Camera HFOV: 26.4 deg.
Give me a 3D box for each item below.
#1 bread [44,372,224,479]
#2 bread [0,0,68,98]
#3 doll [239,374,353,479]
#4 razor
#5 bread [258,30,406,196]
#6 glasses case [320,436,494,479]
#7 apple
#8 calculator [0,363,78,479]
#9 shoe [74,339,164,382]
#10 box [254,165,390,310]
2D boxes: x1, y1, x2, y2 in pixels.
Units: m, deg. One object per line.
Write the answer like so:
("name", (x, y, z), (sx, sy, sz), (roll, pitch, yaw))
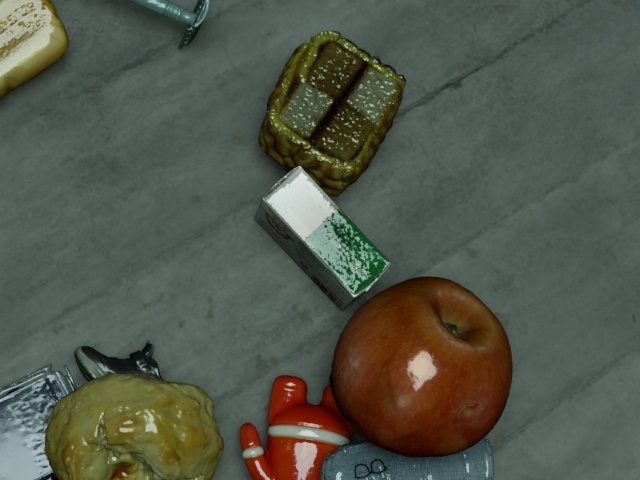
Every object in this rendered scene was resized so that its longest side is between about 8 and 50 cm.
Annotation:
("bread", (-0.247, 0.286, 1.842), (0.244, 0.134, 0.244), (-3, 118, -5))
("bread", (-0.510, -0.251, 1.980), (0.305, 0.091, 0.142), (-36, 99, -13))
("doll", (-0.028, 0.363, 1.921), (0.200, 0.105, 0.336), (10, 70, -7))
("razor", (-0.282, -0.364, 2.011), (0.232, 0.106, 0.068), (22, 78, -9))
("bread", (0.013, -0.188, 2.009), (0.181, 0.096, 0.222), (29, 61, 1))
("glasses case", (0.125, 0.324, 1.923), (0.282, 0.067, 0.109), (-6, 78, -30))
("apple", (0.145, 0.171, 1.886), (0.251, 0.206, 0.272), (36, 30, 27))
("calculator", (-0.452, 0.297, 1.913), (0.274, 0.028, 0.166), (-26, 80, -13))
("shoe", (-0.265, 0.187, 1.938), (0.169, 0.071, 0.099), (38, 74, -3))
("box", (0.000, 0.000, 1.974), (0.199, 0.135, 0.081), (45, 76, 2))
